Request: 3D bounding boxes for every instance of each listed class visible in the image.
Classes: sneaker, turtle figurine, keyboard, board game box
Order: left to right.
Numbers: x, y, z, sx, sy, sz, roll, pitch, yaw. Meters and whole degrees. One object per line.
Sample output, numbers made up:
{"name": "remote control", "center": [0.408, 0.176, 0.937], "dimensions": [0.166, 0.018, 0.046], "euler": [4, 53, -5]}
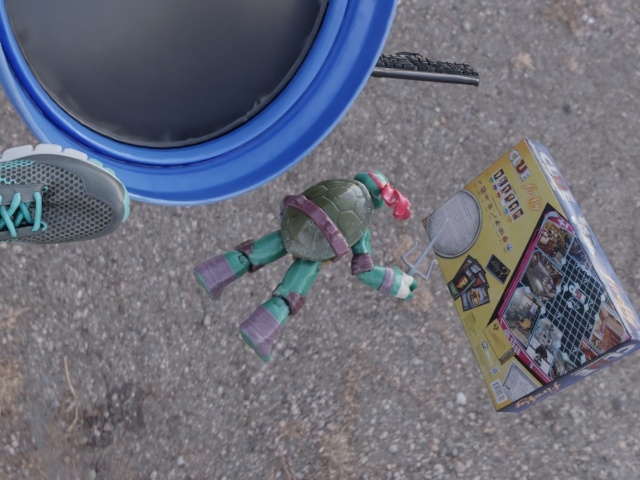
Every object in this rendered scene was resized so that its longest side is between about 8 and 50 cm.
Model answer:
{"name": "sneaker", "center": [-0.191, -0.016, 0.391], "dimensions": [0.166, 0.065, 0.076], "euler": [3, 29, -12]}
{"name": "turtle figurine", "center": [0.000, 0.000, 0.700], "dimensions": [0.234, 0.118, 0.175], "euler": [-36, 52, -14]}
{"name": "keyboard", "center": [0.071, -0.269, 1.074], "dimensions": [0.317, 0.033, 0.201], "euler": [4, 19, -8]}
{"name": "board game box", "center": [0.214, 0.036, 0.760], "dimensions": [0.042, 0.165, 0.243], "euler": [12, 49, -39]}

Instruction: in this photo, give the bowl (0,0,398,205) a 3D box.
{"name": "bowl", "center": [-0.093, -0.220, 0.601], "dimensions": [0.391, 0.391, 0.077], "euler": [-29, 45, -28]}
